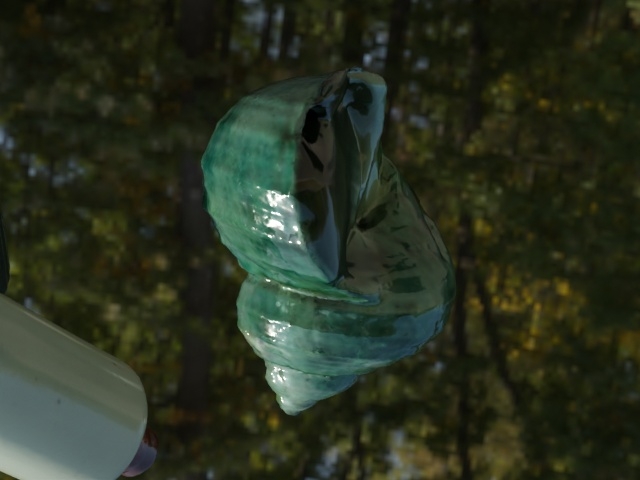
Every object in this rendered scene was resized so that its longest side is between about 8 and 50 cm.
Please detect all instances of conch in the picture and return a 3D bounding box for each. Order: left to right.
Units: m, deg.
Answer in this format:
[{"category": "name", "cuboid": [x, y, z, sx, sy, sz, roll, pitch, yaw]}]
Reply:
[{"category": "conch", "cuboid": [-0.001, 0.003, 0.961, 0.134, 0.202, 0.196, -10, -175, 30]}]

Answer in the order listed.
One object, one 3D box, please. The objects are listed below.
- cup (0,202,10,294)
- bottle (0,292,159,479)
[{"category": "cup", "cuboid": [-0.393, -0.057, 1.462, 0.307, 0.292, 0.242, 14, -142, 21]}, {"category": "bottle", "cuboid": [-0.193, 0.104, 1.056, 0.104, 0.104, 0.245, 22, 170, 39]}]
